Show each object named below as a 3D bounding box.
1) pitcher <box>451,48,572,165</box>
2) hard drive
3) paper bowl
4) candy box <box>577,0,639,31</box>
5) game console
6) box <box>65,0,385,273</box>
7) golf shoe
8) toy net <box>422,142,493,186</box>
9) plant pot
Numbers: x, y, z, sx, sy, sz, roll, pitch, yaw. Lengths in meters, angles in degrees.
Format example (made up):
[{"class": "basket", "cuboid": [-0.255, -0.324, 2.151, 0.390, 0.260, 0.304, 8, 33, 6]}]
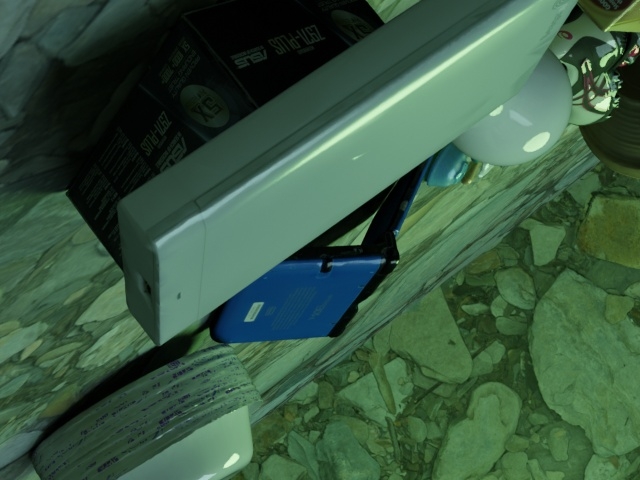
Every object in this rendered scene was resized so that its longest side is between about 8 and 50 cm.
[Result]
[{"class": "pitcher", "cuboid": [0.171, -0.158, 1.117, 0.177, 0.125, 0.207, -56, 156, 11]}, {"class": "hard drive", "cuboid": [0.018, -0.061, 0.727, 0.307, 0.040, 0.203, -35, 169, -17]}, {"class": "paper bowl", "cuboid": [-0.198, 0.258, 1.503, 0.284, 0.148, 0.284, -31, 169, -7]}, {"class": "candy box", "cuboid": [0.377, -0.326, 1.116, 0.316, 0.087, 0.183, -43, 165, 29]}, {"class": "game console", "cuboid": [0.000, 0.000, 1.463, 0.250, 0.173, 0.293, -2, 159, -14]}, {"class": "box", "cuboid": [-0.053, -0.072, 0.770, 0.147, 0.077, 0.180, -27, 166, -47]}, {"class": "golf shoe", "cuboid": [0.295, -0.206, 1.436, 0.120, 0.105, 0.273, -21, 163, -6]}, {"class": "toy net", "cuboid": [0.199, -0.129, 1.560, 0.122, 0.045, 0.232, -64, 164, 20]}, {"class": "plant pot", "cuboid": [0.451, -0.209, 1.629, 0.237, 0.237, 0.110, -39, 147, 4]}]
